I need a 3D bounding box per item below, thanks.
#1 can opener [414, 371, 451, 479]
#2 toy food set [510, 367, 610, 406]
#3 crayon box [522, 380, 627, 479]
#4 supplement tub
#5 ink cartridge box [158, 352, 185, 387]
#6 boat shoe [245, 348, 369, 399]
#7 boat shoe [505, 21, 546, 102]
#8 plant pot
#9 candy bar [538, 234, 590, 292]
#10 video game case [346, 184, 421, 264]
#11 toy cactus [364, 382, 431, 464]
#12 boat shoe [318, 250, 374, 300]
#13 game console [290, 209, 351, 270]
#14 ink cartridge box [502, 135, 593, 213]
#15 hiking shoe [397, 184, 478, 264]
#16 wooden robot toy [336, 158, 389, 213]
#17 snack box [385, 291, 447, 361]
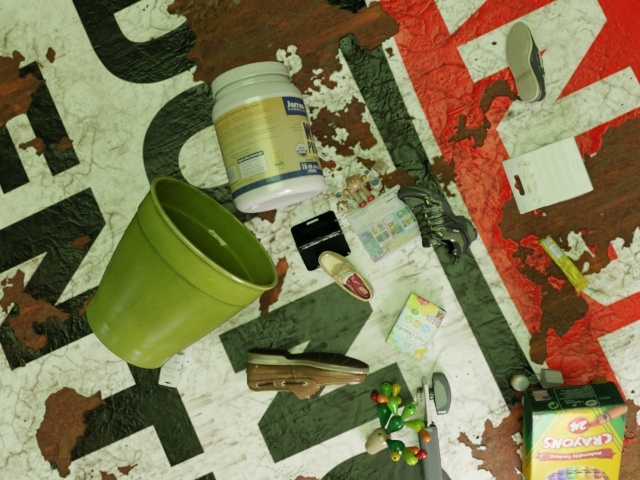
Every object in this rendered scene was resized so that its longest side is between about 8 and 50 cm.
[{"bbox_3d":[0.276,0.465,1.607,0.093,0.074,0.281,-2,88,4],"label":"can opener"},{"bbox_3d":[0.576,0.371,1.572,0.232,0.104,0.111,6,88,5],"label":"toy food set"},{"bbox_3d":[0.570,0.474,1.507,0.202,0.081,0.319,-7,120,5],"label":"crayon box"},{"bbox_3d":[-0.131,-0.244,1.593,0.228,0.228,0.317,-15,87,4],"label":"supplement tub"},{"bbox_3d":[-0.379,0.327,1.687,0.048,0.028,0.083,11,88,5],"label":"ink cartridge box"},{"bbox_3d":[-0.033,0.333,1.629,0.307,0.110,0.105,4,92,14],"label":"boat shoe"},{"bbox_3d":[0.516,-0.441,1.647,0.064,0.075,0.206,-2,79,-38],"label":"boat shoe"},{"bbox_3d":[-0.351,0.102,1.558,0.366,0.366,0.353,44,102,5],"label":"plant pot"},{"bbox_3d":[0.598,0.055,1.628,0.040,0.018,0.161,-38,85,-2],"label":"candy bar"},{"bbox_3d":[0.167,-0.040,1.666,0.157,0.019,0.143,-32,86,2],"label":"video game case"},{"bbox_3d":[0.164,0.455,1.587,0.180,0.112,0.219,-53,48,29],"label":"toy cactus"},{"bbox_3d":[0.067,0.088,1.639,0.170,0.059,0.063,38,93,-1],"label":"boat shoe"},{"bbox_3d":[0.000,0.000,1.681,0.122,0.071,0.107,-23,56,2],"label":"game console"},{"bbox_3d":[0.562,-0.160,1.640,0.179,0.045,0.146,-20,87,22],"label":"ink cartridge box"},{"bbox_3d":[0.271,-0.043,1.608,0.226,0.086,0.114,36,69,2],"label":"hiking shoe"},{"bbox_3d":[0.099,-0.136,1.638,0.173,0.079,0.076,-39,69,2],"label":"wooden robot toy"},{"bbox_3d":[0.237,0.213,1.640,0.100,0.037,0.141,29,90,6],"label":"snack box"}]
